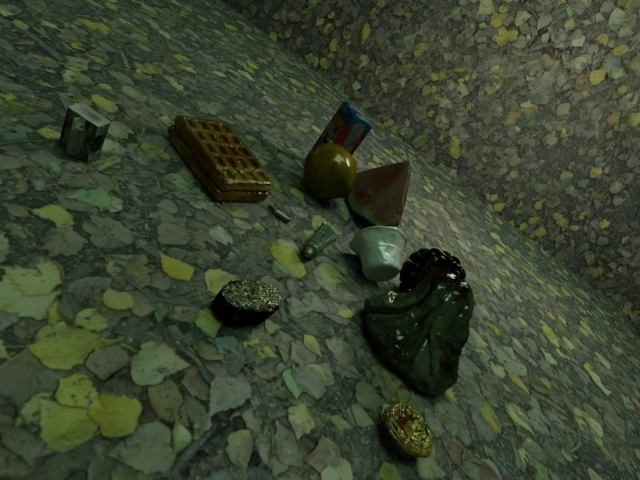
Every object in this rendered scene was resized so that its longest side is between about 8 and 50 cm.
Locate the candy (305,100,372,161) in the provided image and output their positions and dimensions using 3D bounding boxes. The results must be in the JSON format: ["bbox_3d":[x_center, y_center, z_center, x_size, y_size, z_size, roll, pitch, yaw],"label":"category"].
[{"bbox_3d":[0.069,-0.399,1.753,0.100,0.306,0.157,19,32,-31],"label":"candy"}]

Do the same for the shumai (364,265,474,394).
[{"bbox_3d":[0.304,0.212,1.140,0.309,0.263,0.304,19,31,-30],"label":"shumai"}]

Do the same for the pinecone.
[{"bbox_3d":[0.347,0.130,1.368,0.221,0.221,0.221,27,29,-17],"label":"pinecone"}]

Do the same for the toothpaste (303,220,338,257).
[{"bbox_3d":[-0.001,0.000,1.346,0.069,0.047,0.268,21,24,11],"label":"toothpaste"}]

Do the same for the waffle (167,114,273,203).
[{"bbox_3d":[-0.310,-0.255,1.332,0.224,0.098,0.327,-7,49,-50],"label":"waffle"}]

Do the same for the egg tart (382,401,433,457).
[{"bbox_3d":[0.183,0.415,0.918,0.130,0.052,0.130,29,28,-17],"label":"egg tart"}]

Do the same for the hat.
[{"bbox_3d":[0.193,0.055,1.374,0.203,0.203,0.126,19,50,-30],"label":"hat"}]

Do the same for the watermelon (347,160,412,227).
[{"bbox_3d":[0.224,-0.189,1.698,0.250,0.292,0.283,8,28,8],"label":"watermelon"}]

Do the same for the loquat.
[{"bbox_3d":[0.037,-0.277,1.608,0.213,0.213,0.246,-1,85,-49],"label":"loquat"}]

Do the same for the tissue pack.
[{"bbox_3d":[-0.571,-0.253,1.015,0.085,0.111,0.079,33,29,-6],"label":"tissue pack"}]

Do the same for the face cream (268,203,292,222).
[{"bbox_3d":[-0.130,-0.090,1.362,0.083,0.021,0.040,33,27,-6],"label":"face cream"}]

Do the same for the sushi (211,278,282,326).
[{"bbox_3d":[-0.156,0.136,0.930,0.150,0.078,0.090,9,39,-43],"label":"sushi"}]
